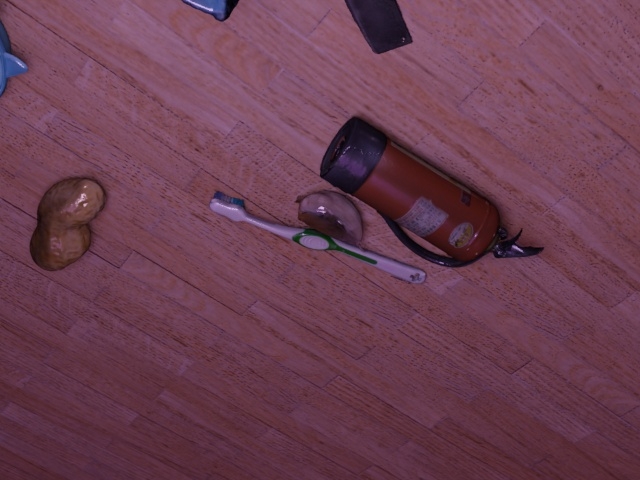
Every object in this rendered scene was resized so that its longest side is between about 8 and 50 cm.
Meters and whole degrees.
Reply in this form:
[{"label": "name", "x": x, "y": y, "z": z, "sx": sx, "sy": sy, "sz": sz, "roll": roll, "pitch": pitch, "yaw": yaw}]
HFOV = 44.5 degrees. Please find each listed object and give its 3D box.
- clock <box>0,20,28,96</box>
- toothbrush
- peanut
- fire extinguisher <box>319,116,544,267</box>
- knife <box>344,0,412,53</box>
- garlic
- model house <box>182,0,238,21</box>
[{"label": "clock", "x": -0.595, "y": -0.300, "z": 1.226, "sx": 0.274, "sy": 0.094, "sz": 0.223, "roll": -6, "pitch": 128, "yaw": 11}, {"label": "toothbrush", "x": 0.000, "y": 0.003, "z": 1.407, "sx": 0.418, "sy": 0.040, "sz": 0.042, "roll": 21, "pitch": 127, "yaw": -8}, {"label": "peanut", "x": -0.462, "y": -0.031, "z": 1.418, "sx": 0.103, "sy": 0.098, "sz": 0.229, "roll": -8, "pitch": 144, "yaw": -41}, {"label": "fire extinguisher", "x": 0.172, "y": -0.057, "z": 1.311, "sx": 0.376, "sy": 0.113, "sz": 0.200, "roll": 30, "pitch": 169, "yaw": -13}, {"label": "knife", "x": 0.057, "y": -0.374, "z": 1.111, "sx": 0.072, "sy": 0.019, "sz": 0.245, "roll": -14, "pitch": 127, "yaw": 21}, {"label": "garlic", "x": 0.027, "y": -0.043, "z": 1.358, "sx": 0.152, "sy": 0.066, "sz": 0.084, "roll": 23, "pitch": 156, "yaw": -5}, {"label": "model house", "x": -0.126, "y": -0.402, "z": 0.959, "sx": 0.226, "sy": 0.261, "sz": 0.241, "roll": -21, "pitch": 122, "yaw": 24}]
